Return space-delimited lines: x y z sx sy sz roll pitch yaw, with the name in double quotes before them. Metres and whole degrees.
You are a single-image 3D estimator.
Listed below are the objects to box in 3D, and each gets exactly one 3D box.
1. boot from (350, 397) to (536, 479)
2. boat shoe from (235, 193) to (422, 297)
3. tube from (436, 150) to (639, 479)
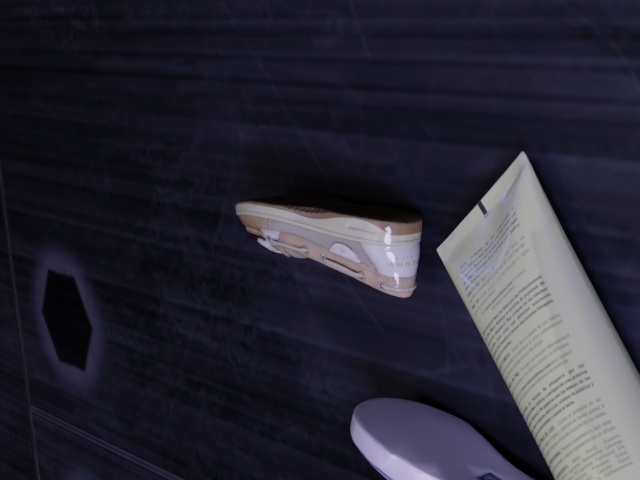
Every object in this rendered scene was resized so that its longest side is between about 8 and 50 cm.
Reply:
"boot" 0.081 0.164 0.794 0.190 0.069 0.086 31 122 44
"boat shoe" 0.002 0.000 0.869 0.153 0.056 0.048 10 104 45
"tube" 0.132 0.076 0.716 0.070 0.062 0.240 -30 64 9
